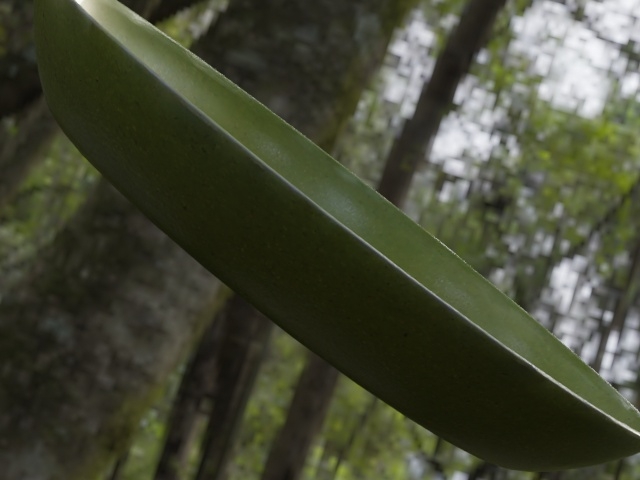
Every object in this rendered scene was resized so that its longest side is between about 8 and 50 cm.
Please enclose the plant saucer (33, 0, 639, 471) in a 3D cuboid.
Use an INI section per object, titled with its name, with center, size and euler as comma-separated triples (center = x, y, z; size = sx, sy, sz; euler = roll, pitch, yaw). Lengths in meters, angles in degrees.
[plant saucer]
center = 0.000, 0.000, 0.580
size = 0.241, 0.037, 0.241
euler = 37, 6, -4
